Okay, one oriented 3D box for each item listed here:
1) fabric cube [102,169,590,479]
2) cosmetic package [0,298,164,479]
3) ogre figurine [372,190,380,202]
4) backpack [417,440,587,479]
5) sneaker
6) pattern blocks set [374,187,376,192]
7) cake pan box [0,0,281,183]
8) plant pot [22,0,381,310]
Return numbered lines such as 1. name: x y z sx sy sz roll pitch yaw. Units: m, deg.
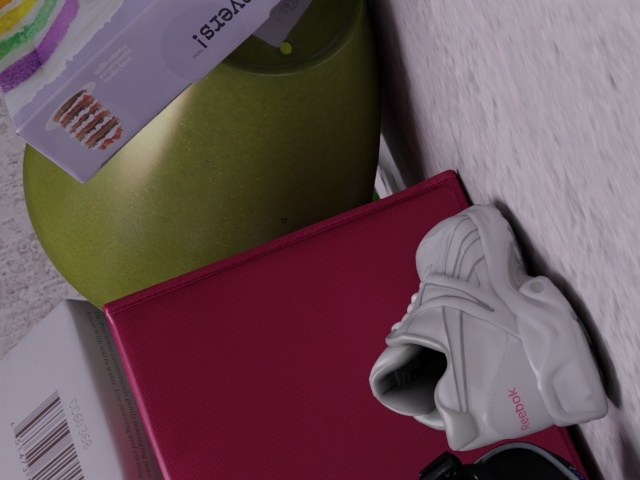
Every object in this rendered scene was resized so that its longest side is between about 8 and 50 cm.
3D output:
1. fabric cube: 0.028 0.148 1.346 0.259 0.254 0.258 77 172 -70
2. cosmetic package: -0.071 0.180 1.637 0.385 0.156 0.217 9 -129 -44
3. ogre figurine: 0.000 0.000 1.612 0.097 0.118 0.197 121 137 -51
4. backpack: 0.116 0.269 1.060 0.191 0.225 0.253 48 -174 -46
5. sneaker: 0.076 0.050 1.138 0.232 0.115 0.090 -124 12 -71
6. pattern blocks set: 0.089 0.077 1.741 0.285 0.026 0.325 -168 56 -85
7. cake pan box: -0.101 -0.197 1.244 0.070 0.267 0.246 39 -165 -39
8. plant pot: -0.068 -0.106 1.425 0.293 0.274 0.275 115 135 -64
